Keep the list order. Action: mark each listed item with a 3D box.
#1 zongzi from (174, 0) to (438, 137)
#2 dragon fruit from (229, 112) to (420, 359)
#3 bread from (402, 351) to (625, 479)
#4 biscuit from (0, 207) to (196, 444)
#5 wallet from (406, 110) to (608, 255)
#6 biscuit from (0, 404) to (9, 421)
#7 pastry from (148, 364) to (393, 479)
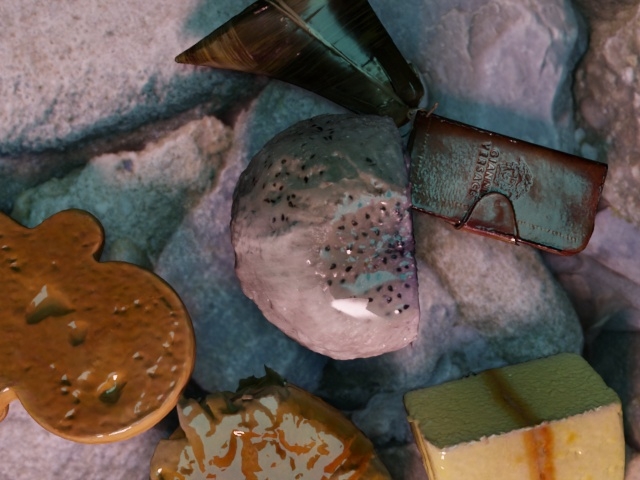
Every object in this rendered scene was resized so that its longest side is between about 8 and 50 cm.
[{"bbox_3d":[-0.017,-0.195,1.306,0.241,0.111,0.248,-34,91,10],"label":"zongzi"},{"bbox_3d":[0.000,0.000,1.183,0.204,0.221,0.283,-5,96,-1],"label":"dragon fruit"},{"bbox_3d":[0.233,0.258,1.273,0.240,0.135,0.178,-14,115,-7],"label":"bread"},{"bbox_3d":[-0.307,0.095,1.212,0.355,0.052,0.275,22,70,12],"label":"biscuit"},{"bbox_3d":[0.225,-0.068,1.323,0.255,0.031,0.137,16,79,-2],"label":"wallet"},{"bbox_3d":[-0.397,0.151,1.247,0.118,0.023,0.140,-9,81,-5],"label":"biscuit"},{"bbox_3d":[-0.059,0.318,1.185,0.329,0.136,0.330,0,80,-1],"label":"pastry"}]
